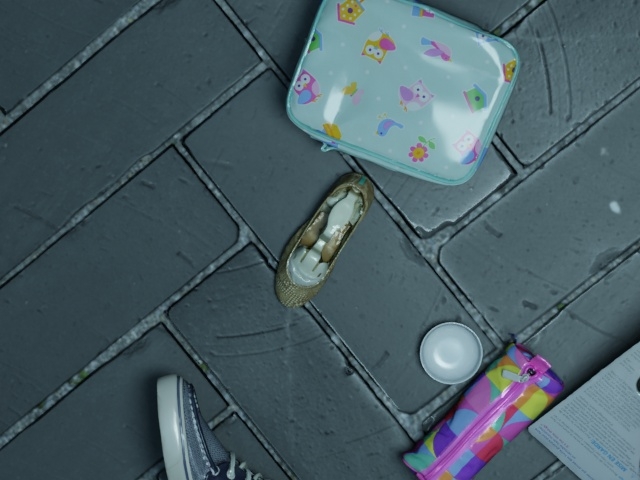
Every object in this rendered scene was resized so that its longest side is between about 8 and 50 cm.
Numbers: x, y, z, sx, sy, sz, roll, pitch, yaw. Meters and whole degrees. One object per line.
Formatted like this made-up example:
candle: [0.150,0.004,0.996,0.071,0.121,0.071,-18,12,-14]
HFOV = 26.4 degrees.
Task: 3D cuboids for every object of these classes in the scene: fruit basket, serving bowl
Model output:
fruit basket: [0.499,0.245,1.734,0.327,0.165,0.353,40,128,-5]
serving bowl: [0.174,0.149,1.825,0.083,0.027,0.083,0,95,5]

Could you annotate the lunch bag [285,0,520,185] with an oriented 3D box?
lunch bag: [0.100,-0.198,1.762,0.279,0.108,0.224,22,101,4]

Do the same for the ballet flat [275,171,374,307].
ballet flat: [0.000,0.000,1.807,0.073,0.067,0.206,29,97,1]

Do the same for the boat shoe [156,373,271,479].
boat shoe: [-0.114,0.330,1.828,0.158,0.127,0.341,-12,102,-1]

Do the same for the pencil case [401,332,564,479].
pencil case: [0.215,0.236,1.794,0.104,0.104,0.236,41,98,0]
